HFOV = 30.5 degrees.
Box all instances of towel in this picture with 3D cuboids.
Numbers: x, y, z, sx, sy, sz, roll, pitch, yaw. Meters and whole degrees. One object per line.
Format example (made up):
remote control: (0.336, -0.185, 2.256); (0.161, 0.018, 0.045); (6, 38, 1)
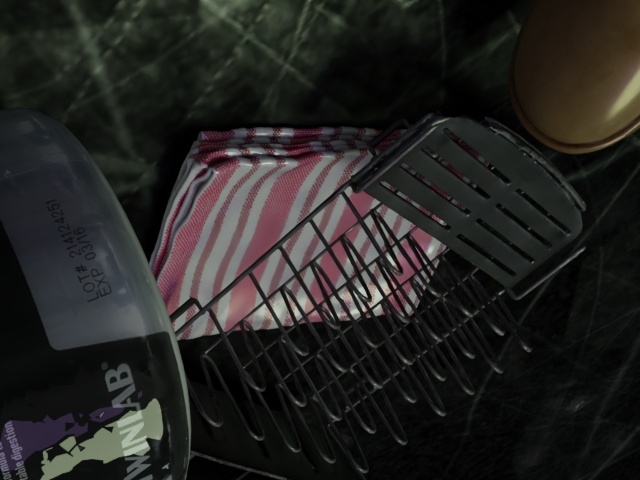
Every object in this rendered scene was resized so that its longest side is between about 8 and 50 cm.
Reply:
towel: (0.000, 0.000, 0.668); (0.197, 0.029, 0.144); (-4, 135, -30)

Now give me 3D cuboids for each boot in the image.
boot: (0.138, -0.141, 0.471); (0.236, 0.089, 0.269); (-57, 167, 13)

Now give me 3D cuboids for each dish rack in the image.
dish rack: (0.032, 0.052, 0.669); (0.271, 0.074, 0.208); (-41, 143, 16)

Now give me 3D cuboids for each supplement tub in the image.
supplement tub: (-0.226, 0.077, 0.451); (0.316, 0.193, 0.193); (-19, 140, -25)
